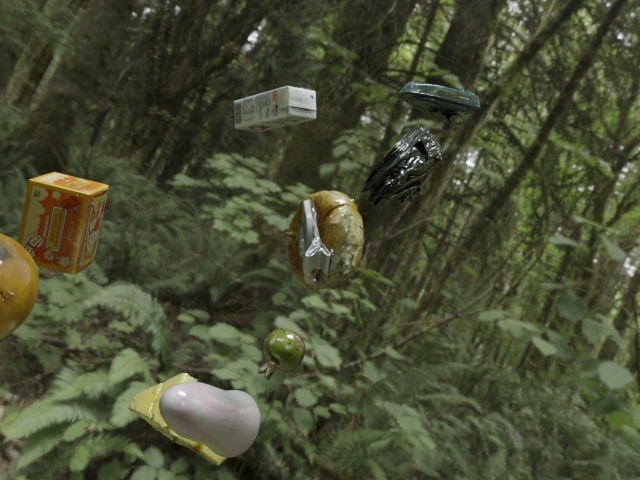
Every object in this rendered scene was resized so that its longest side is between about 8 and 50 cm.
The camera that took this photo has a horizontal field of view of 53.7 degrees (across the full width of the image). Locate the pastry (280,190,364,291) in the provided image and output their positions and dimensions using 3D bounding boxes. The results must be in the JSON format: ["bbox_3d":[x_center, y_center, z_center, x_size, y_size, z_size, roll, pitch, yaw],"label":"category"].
[{"bbox_3d":[0.002,-0.004,1.504,0.121,0.235,0.257,6,-23,-31],"label":"pastry"}]

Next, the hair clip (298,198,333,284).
[{"bbox_3d":[-0.015,-0.004,1.239,0.054,0.140,0.220,-2,30,-6],"label":"hair clip"}]

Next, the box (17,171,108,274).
[{"bbox_3d":[-0.870,-0.063,2.154,0.214,0.283,0.259,13,10,-9],"label":"box"}]

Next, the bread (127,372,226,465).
[{"bbox_3d":[-0.429,0.568,1.897,0.236,0.198,0.263,-21,-53,25],"label":"bread"}]

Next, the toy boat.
[{"bbox_3d":[0.317,-0.377,1.723,0.246,0.103,0.093,8,-7,-22],"label":"toy boat"}]

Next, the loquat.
[{"bbox_3d":[-0.685,0.094,1.263,0.235,0.235,0.235,26,-5,2],"label":"loquat"}]

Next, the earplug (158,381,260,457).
[{"bbox_3d":[-0.290,0.422,1.541,0.172,0.172,0.301,23,-13,31],"label":"earplug"}]

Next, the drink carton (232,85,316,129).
[{"bbox_3d":[-0.165,-0.454,2.193,0.130,0.106,0.315,-4,1,-43],"label":"drink carton"}]

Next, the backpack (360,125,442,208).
[{"bbox_3d":[0.194,-0.163,1.542,0.133,0.206,0.258,44,42,9],"label":"backpack"}]

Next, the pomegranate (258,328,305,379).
[{"bbox_3d":[-0.112,0.343,1.878,0.129,0.159,0.129,14,-13,3],"label":"pomegranate"}]
